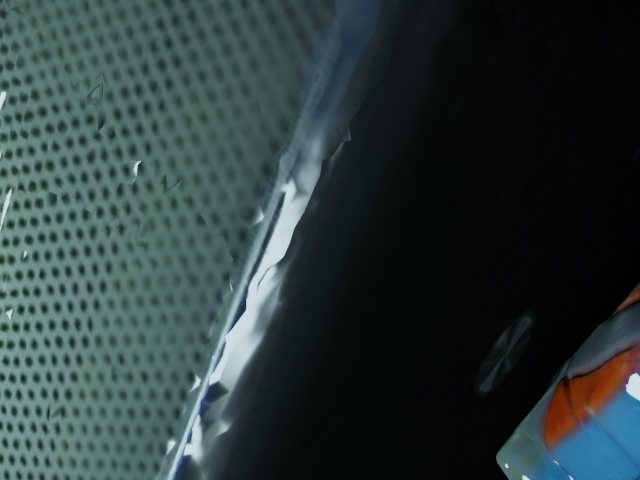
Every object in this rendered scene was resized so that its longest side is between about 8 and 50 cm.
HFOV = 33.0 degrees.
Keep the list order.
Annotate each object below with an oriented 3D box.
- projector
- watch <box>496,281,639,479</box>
[{"bbox_3d":[0.000,0.000,0.569,0.242,0.395,0.405,32,114,27],"label":"projector"},{"bbox_3d":[0.246,0.124,0.516,0.274,0.241,0.305,40,155,19],"label":"watch"}]
